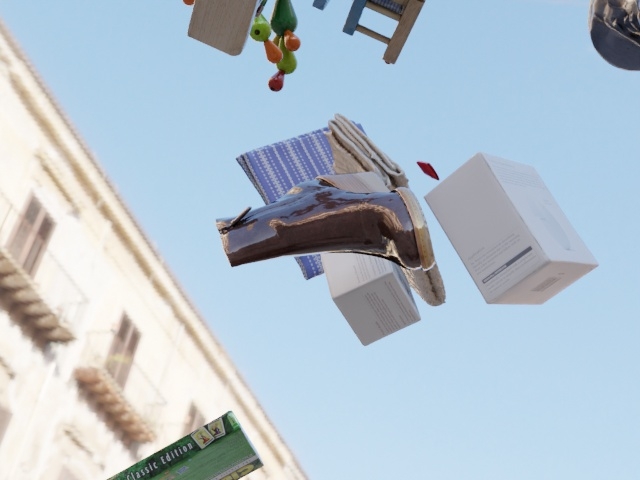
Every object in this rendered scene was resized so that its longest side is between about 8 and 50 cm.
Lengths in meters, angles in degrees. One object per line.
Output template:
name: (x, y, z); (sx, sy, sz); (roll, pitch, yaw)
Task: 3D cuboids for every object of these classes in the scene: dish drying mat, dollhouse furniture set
dish drying mat: (0.162, -0.106, 1.500); (0.008, 0.083, 0.032); (-35, -81, 0)
dollhouse furniture set: (0.005, -0.171, 0.676); (0.129, 0.183, 0.129); (24, -40, 0)

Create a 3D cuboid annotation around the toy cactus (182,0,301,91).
toy cactus: (-0.076, -0.318, 1.279); (0.219, 0.180, 0.112); (51, -30, -20)

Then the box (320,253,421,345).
box: (0.065, 0.060, 1.295); (0.087, 0.102, 0.101); (-27, -52, 8)

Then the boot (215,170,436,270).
boot: (0.000, 0.000, 1.100); (0.207, 0.248, 0.090); (-19, -67, -9)

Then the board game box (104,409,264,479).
board game box: (-0.192, 0.281, 1.090); (0.260, 0.030, 0.136); (-28, -32, -8)

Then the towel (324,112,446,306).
towel: (0.091, -0.038, 1.418); (0.049, 0.187, 0.282); (-32, -47, -7)

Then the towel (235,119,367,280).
towel: (0.019, -0.079, 1.741); (0.040, 0.336, 0.243); (-35, -98, 40)

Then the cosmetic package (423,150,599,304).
cosmetic package: (0.328, -0.015, 1.712); (0.138, 0.224, 0.224); (-39, -25, 27)

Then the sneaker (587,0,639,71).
sneaker: (0.319, -0.201, 0.858); (0.131, 0.148, 0.350); (26, -16, -4)
